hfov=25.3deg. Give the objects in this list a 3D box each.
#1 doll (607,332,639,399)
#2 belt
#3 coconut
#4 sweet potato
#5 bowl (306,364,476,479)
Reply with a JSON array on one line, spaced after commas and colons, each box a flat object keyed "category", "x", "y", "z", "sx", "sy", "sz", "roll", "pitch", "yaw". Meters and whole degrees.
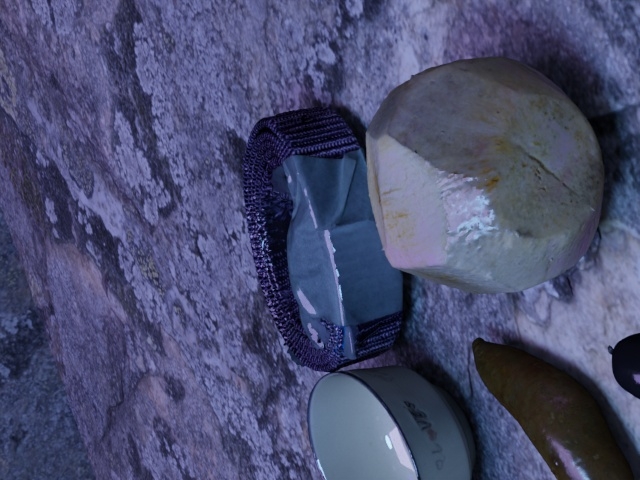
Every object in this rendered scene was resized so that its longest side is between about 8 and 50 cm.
[{"category": "doll", "x": 0.336, "y": 0.114, "z": 1.255, "sx": 0.179, "sy": 0.089, "sz": 0.102, "roll": 11, "pitch": 119, "yaw": 32}, {"category": "belt", "x": 0.000, "y": 0.000, "z": 1.740, "sx": 0.260, "sy": 0.122, "sz": 0.325, "roll": 20, "pitch": 121, "yaw": 64}, {"category": "coconut", "x": 0.151, "y": -0.059, "z": 1.350, "sx": 0.237, "sy": 0.197, "sz": 0.237, "roll": 44, "pitch": 145, "yaw": 44}, {"category": "sweet potato", "x": 0.264, "y": 0.213, "z": 1.450, "sx": 0.346, "sy": 0.079, "sz": 0.108, "roll": 55, "pitch": 177, "yaw": 24}, {"category": "bowl", "x": 0.099, "y": 0.250, "z": 1.701, "sx": 0.238, "sy": 0.126, "sz": 0.238, "roll": 39, "pitch": 138, "yaw": 46}]
